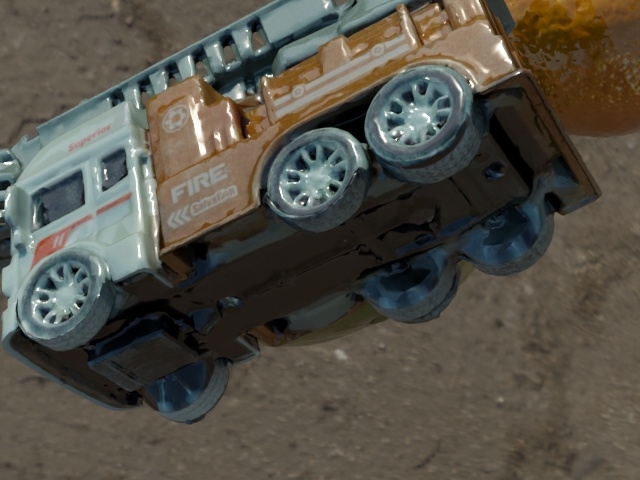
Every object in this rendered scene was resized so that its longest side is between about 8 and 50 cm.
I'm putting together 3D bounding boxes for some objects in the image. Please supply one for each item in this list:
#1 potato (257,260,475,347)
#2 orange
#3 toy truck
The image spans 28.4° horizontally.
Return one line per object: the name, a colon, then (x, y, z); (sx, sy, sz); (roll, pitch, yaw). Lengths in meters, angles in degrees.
potato: (0.000, 0.000, 0.882); (0.253, 0.186, 0.148); (-12, 107, 29)
orange: (0.184, -0.160, 0.830); (0.193, 0.161, 0.193); (-19, 50, 24)
toy truck: (-0.042, -0.033, 0.683); (0.338, 0.133, 0.184); (-25, 54, 16)
